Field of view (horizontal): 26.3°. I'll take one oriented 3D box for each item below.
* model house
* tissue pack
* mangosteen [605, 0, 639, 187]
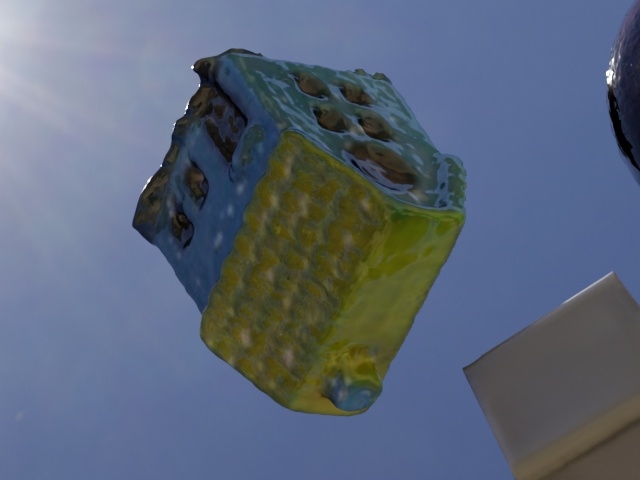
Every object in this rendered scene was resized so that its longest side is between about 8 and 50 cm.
[{"bbox_3d":[0.000,0.000,1.247,0.216,0.237,0.303,6,-148,-35],"label":"model house"},{"bbox_3d":[0.230,0.175,0.999,0.136,0.246,0.159,-31,-152,6],"label":"tissue pack"},{"bbox_3d":[0.242,-0.066,0.694,0.210,0.210,0.209,9,-123,-14],"label":"mangosteen"}]
